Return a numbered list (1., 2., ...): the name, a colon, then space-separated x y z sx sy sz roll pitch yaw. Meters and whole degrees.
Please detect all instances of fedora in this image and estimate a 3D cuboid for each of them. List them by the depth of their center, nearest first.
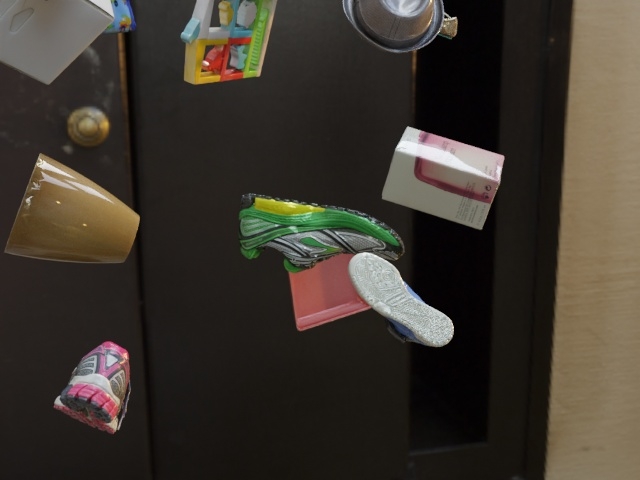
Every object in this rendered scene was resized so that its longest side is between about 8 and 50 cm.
1. fedora: 0.180 -0.566 1.790 0.124 0.243 0.275 116 -8 -64

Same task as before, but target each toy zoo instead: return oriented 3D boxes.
1. toy zoo: -0.197 -0.429 1.641 0.293 0.030 0.192 -28 138 -57

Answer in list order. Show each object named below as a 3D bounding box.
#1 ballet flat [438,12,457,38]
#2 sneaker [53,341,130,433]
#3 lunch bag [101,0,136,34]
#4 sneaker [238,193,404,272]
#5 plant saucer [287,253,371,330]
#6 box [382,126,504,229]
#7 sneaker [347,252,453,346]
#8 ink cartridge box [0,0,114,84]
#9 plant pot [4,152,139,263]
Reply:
1. ballet flat: 0.273 -0.606 2.109 0.073 0.206 0.067 -85 -167 -70
2. sneaker: -0.382 0.262 1.367 0.299 0.121 0.112 -39 -155 61
3. lunch bag: -0.552 -0.482 1.551 0.221 0.293 0.138 -40 134 -65
4. sneaker: 0.000 0.000 1.597 0.134 0.343 0.146 4 95 -85
5. plant saucer: 0.013 0.075 2.006 0.047 0.259 0.258 2 -77 52
6. box: 0.271 -0.140 1.727 0.148 0.232 0.127 -61 167 -57
7. sneaker: 0.088 0.076 0.962 0.058 0.152 0.084 -54 -175 -14
8. ink cartridge box: -0.333 -0.296 0.893 0.128 0.127 0.176 -36 -126 23
9. plant pot: -0.552 -0.044 1.784 0.237 0.254 0.237 -54 -155 40
